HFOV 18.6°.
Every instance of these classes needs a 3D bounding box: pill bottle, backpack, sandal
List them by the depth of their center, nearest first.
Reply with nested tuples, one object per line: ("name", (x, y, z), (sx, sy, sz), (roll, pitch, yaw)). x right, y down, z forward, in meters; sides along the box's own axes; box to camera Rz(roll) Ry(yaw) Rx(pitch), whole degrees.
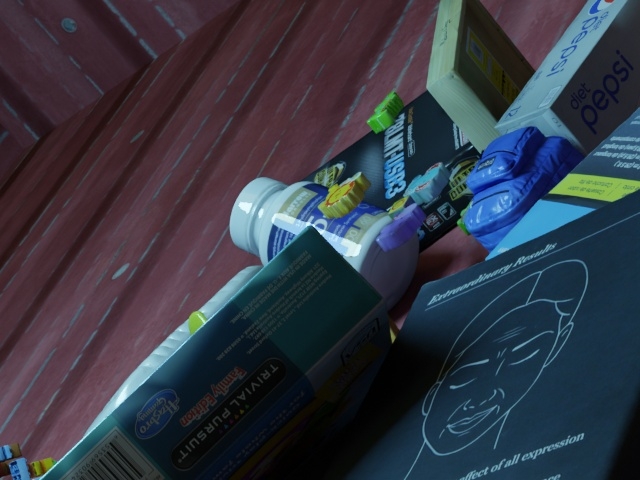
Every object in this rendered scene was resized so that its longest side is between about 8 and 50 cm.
("backpack", (0.192, -0.042, 1.897), (0.098, 0.101, 0.120), (-31, 22, 53))
("pill bottle", (0.000, 0.000, 2.058), (0.186, 0.112, 0.112), (22, 59, 33))
("sandal", (-0.136, 0.155, 2.138), (0.169, 0.102, 0.416), (-50, -3, 28))

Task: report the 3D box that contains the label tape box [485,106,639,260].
("label tape box", (0.331, -0.052, 1.571), (0.347, 0.115, 0.249), (-44, 17, -11))

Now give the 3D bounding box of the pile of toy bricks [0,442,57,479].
("pile of toy bricks", (-0.317, 0.283, 2.244), (0.105, 0.118, 0.212), (-14, -8, -28))

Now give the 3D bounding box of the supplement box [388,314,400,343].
("supplement box", (0.055, 0.124, 1.823), (0.078, 0.080, 0.233), (-40, 18, 3))

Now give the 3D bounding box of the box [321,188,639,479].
("box", (0.163, 0.173, 1.218), (0.293, 0.212, 0.395), (-28, 22, 41))

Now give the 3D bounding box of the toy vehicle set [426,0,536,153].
("toy vehicle set", (0.185, -0.163, 2.096), (0.035, 0.166, 0.267), (-34, 18, 21))

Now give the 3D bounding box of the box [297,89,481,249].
("box", (0.088, -0.063, 2.238), (0.293, 0.073, 0.295), (-37, 18, 17))

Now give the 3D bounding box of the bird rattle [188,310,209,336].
("bird rattle", (-0.028, 0.181, 1.749), (0.143, 0.253, 0.207), (-9, -20, -5))

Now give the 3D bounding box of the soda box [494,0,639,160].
("soda box", (0.301, -0.182, 2.006), (0.091, 0.098, 0.286), (-20, 27, 54))

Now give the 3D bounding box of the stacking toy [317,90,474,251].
("stacking toy", (0.098, -0.038, 1.976), (0.052, 0.167, 0.221), (-29, 20, 37))

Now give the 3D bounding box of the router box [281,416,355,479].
("router box", (-0.041, 0.267, 1.478), (0.309, 0.081, 0.243), (-41, -15, 4))

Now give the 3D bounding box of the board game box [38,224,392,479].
("board game box", (-0.060, 0.144, 1.422), (0.254, 0.079, 0.336), (-43, -14, -7))
